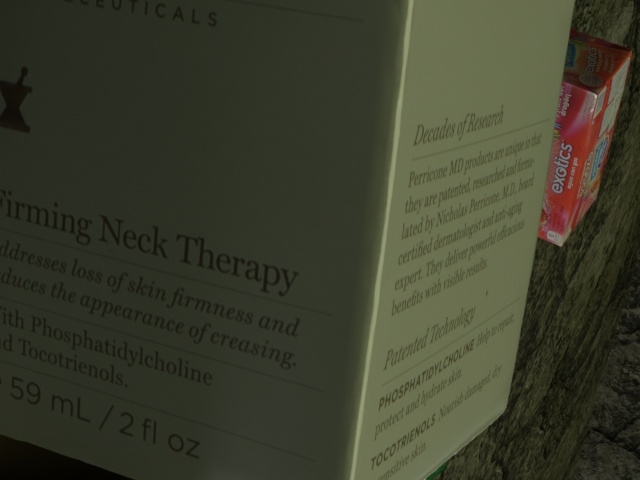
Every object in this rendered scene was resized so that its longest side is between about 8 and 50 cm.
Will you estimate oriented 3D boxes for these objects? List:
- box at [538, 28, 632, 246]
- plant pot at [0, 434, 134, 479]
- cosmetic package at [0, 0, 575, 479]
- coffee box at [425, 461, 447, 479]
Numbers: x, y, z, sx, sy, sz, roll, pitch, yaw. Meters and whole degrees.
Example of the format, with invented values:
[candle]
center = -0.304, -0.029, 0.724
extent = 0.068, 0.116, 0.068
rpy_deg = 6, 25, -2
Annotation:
[box]
center = 0.370, -0.165, 2.185
extent = 0.154, 0.142, 0.300
rpy_deg = -46, 151, -41
[plant pot]
center = -0.223, 0.285, 1.097
extent = 0.280, 0.323, 0.323
rpy_deg = -58, 163, 24
[cosmetic package]
center = -0.034, -0.052, 1.025
extent = 0.327, 0.329, 0.394
rpy_deg = -21, 121, -60
[coffee box]
center = 0.214, 0.338, 2.485
extent = 0.113, 0.040, 0.184
rpy_deg = -19, 130, -63
